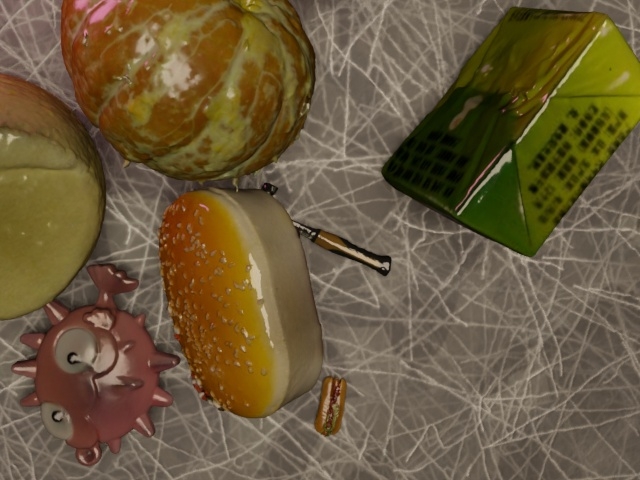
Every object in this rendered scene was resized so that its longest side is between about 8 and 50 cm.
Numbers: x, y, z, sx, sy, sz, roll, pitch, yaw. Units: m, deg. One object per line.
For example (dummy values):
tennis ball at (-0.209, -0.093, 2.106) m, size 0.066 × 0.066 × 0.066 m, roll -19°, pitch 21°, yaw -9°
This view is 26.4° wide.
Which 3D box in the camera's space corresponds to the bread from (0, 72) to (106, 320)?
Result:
bread at (-0.423, -0.056, 1.667) m, size 0.321 × 0.237 × 0.320 m, roll -1°, pitch 109°, yaw -4°

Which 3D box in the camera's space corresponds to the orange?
orange at (-0.162, -0.218, 1.634) m, size 0.329 × 0.329 × 0.249 m, roll 40°, pitch 113°, yaw -6°

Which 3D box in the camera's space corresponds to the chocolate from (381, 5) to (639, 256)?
chocolate at (0.243, -0.136, 1.684) m, size 0.137 × 0.301 × 0.288 m, roll 37°, pitch 91°, yaw -19°

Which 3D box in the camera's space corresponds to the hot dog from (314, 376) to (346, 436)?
hot dog at (0.014, 0.222, 1.821) m, size 0.037 × 0.021 × 0.083 m, roll 7°, pitch 92°, yaw -4°

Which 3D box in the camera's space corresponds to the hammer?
hammer at (0.000, 0.000, 1.804) m, size 0.201 × 0.021 × 0.078 m, roll 25°, pitch 92°, yaw -5°

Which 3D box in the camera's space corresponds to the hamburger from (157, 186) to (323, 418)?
hamburger at (-0.104, 0.077, 1.703) m, size 0.151 × 0.227 × 0.295 m, roll -12°, pitch 94°, yaw -27°

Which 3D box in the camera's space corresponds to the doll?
doll at (-0.286, 0.160, 1.755) m, size 0.211 × 0.093 × 0.262 m, roll 14°, pitch 95°, yaw 1°
